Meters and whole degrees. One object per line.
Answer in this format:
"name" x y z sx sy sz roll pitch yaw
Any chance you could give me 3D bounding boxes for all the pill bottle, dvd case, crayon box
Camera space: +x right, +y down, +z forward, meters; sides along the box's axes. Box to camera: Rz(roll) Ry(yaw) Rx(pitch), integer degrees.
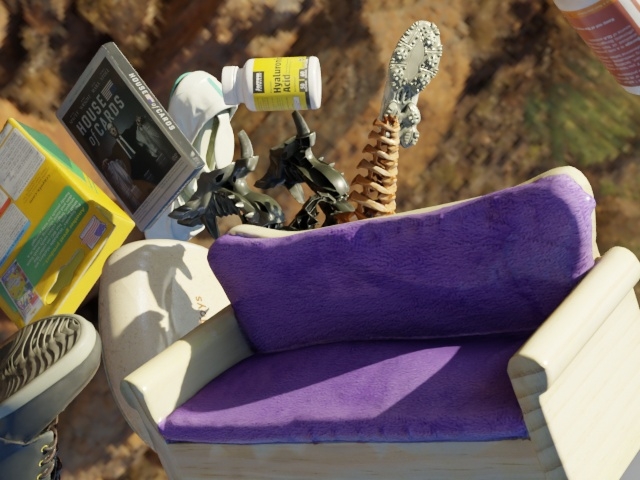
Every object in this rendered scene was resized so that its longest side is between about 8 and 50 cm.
"pill bottle" -0.059 -0.190 1.522 0.065 0.116 0.065 -2 90 -84
"pill bottle" 0.383 -0.253 1.497 0.121 0.216 0.121 -34 -151 22
"dvd case" -0.294 -0.156 1.905 0.029 0.239 0.179 -30 170 -48
"crayon box" -0.396 -0.008 1.765 0.203 0.323 0.083 -54 140 6

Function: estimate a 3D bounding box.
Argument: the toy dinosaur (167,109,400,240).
"toy dinosaur" 0.000 0.000 1.201 0.322 0.218 0.164 -50 160 23

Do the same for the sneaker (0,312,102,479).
"sneaker" -0.217 0.147 0.952 0.222 0.118 0.083 -38 -150 24

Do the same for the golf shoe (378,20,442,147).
"golf shoe" 0.112 -0.217 1.705 0.086 0.069 0.176 -125 -130 -70

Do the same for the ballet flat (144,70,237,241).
"ballet flat" -0.234 -0.113 2.292 0.139 0.139 0.400 -27 141 -48

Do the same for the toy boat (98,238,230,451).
"toy boat" -0.117 0.139 1.412 0.318 0.268 0.148 9 149 -42

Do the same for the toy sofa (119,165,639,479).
"toy sofa" 0.034 0.079 0.859 0.362 0.177 0.150 -8 -161 40
